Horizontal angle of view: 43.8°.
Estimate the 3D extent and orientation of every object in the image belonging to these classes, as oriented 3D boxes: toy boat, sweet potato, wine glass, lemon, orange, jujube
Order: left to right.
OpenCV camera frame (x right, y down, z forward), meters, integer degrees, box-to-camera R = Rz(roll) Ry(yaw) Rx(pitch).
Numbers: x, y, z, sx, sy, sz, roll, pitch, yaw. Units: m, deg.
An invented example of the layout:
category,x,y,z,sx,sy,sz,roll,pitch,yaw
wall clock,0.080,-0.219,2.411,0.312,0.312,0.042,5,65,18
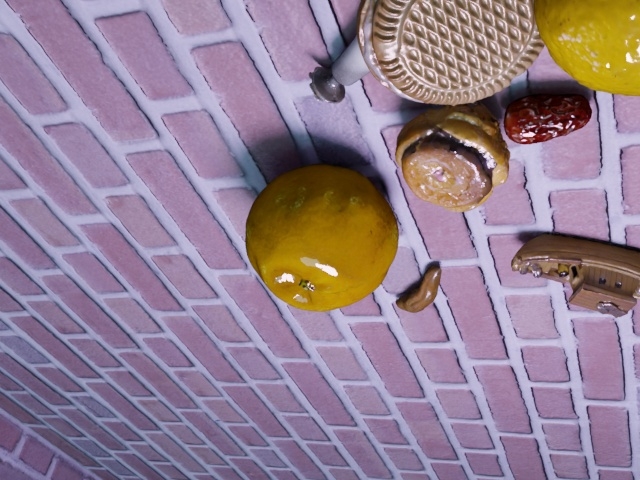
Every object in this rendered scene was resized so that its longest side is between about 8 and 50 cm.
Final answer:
category,x,y,z,sx,sy,sz,roll,pitch,yaw
orange,0.000,0.000,1.415,0.279,0.235,0.279,2,136,2
wine glass,0.052,-0.264,1.173,0.072,0.072,0.155,30,143,-23
sweet potato,0.216,0.108,1.666,0.053,0.054,0.182,13,144,-15
jujube,0.339,-0.185,1.195,0.129,0.077,0.077,-10,140,13
toy boat,0.509,0.071,1.458,0.321,0.121,0.089,13,151,0
lemon,0.371,-0.281,0.867,0.254,0.253,0.310,23,175,-14

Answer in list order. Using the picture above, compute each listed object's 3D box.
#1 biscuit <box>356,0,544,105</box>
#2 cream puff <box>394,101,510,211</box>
category,x,y,z,sx,sy,sz,roll,pitch,yaw
biscuit,0.175,-0.286,1.042,0.259,0.079,0.259,-4,131,-5
cream puff,0.210,-0.141,1.247,0.189,0.129,0.189,18,145,13
